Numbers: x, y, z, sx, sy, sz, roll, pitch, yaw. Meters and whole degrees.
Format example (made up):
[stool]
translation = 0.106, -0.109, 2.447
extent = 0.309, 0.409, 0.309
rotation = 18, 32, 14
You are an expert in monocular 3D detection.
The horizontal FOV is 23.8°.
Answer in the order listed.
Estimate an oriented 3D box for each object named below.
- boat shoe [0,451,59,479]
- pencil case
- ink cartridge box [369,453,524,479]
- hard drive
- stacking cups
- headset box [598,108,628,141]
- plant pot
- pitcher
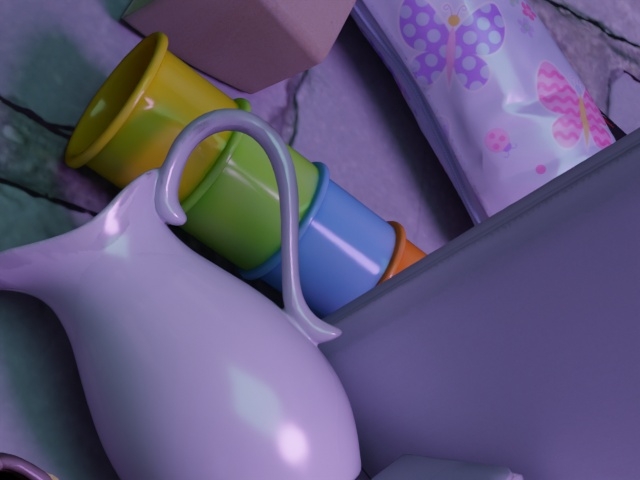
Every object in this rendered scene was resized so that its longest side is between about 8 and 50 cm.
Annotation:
[boat shoe]
translation = -0.105, 0.251, 0.718
extent = 0.116, 0.096, 0.324
rotation = -23, 83, -40
[pencil case]
translation = 0.100, -0.118, 1.028
extent = 0.124, 0.113, 0.273
rotation = -33, 90, -42
[ink cartridge box]
translation = 0.054, 0.237, 0.795
extent = 0.153, 0.086, 0.208
rotation = -30, 113, -40
[hard drive]
translation = 0.134, 0.097, 0.792
extent = 0.233, 0.353, 0.047
rotation = 51, 50, -4
[stacking cups]
translation = 0.000, 0.000, 0.926
extent = 0.316, 0.096, 0.096
rotation = 34, 53, -22
[headset box]
translation = 0.203, -0.047, 1.120
extent = 0.062, 0.032, 0.083
rotation = 40, 50, -13
[plant pot]
translation = -0.040, -0.157, 0.961
extent = 0.096, 0.109, 0.109
rotation = 46, 49, -25
[pitcher]
translation = -0.053, 0.050, 0.811
extent = 0.207, 0.177, 0.125
rotation = 53, 5, 2
